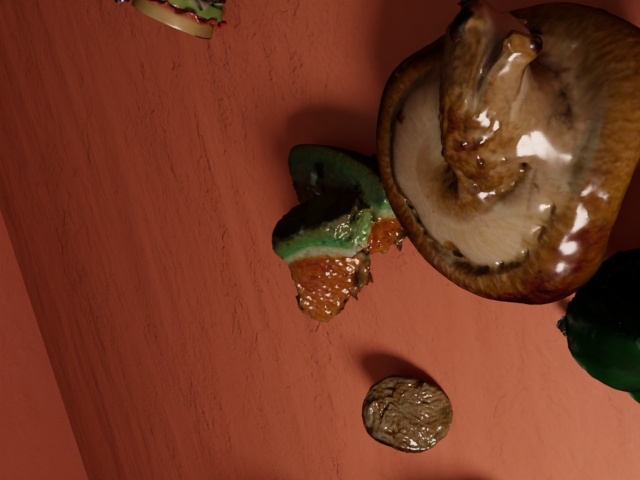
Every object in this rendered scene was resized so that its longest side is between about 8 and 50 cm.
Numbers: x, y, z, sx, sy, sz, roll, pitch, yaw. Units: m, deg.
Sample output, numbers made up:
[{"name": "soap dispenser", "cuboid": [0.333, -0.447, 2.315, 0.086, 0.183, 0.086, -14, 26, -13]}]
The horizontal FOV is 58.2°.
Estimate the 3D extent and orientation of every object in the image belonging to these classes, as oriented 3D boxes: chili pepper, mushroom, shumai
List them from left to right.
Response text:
[{"name": "shumai", "cuboid": [0.139, 0.289, 0.968, 0.105, 0.139, 0.123, 135, 139, -76]}, {"name": "mushroom", "cuboid": [0.179, -0.098, 0.626, 0.345, 0.259, 0.346, 19, 116, 48]}, {"name": "chili pepper", "cuboid": [0.352, 0.091, 0.615, 0.173, 0.261, 0.165, 19, 96, -3]}]

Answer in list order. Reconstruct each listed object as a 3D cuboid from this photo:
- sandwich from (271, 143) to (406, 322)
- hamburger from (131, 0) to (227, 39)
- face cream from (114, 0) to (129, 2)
[{"name": "sandwich", "cuboid": [0.000, 0.000, 0.903, 0.250, 0.162, 0.301, 39, 131, 44]}, {"name": "hamburger", "cuboid": [-0.228, -0.429, 0.956, 0.175, 0.175, 0.137, 36, 115, 28]}, {"name": "face cream", "cuboid": [-0.379, -0.594, 1.087, 0.078, 0.078, 0.273, 32, 128, 31]}]
